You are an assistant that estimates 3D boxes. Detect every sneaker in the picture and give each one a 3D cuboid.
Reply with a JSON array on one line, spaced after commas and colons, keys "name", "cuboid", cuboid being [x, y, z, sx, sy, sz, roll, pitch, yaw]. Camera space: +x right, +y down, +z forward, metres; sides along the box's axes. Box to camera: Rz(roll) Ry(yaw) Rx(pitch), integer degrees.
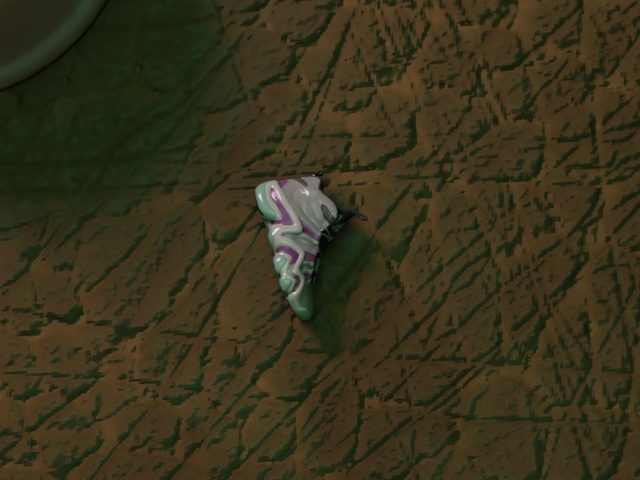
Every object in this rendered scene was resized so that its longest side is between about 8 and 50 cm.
[{"name": "sneaker", "cuboid": [0.000, 0.000, 1.005, 0.069, 0.038, 0.098, -16, 83, 0]}]

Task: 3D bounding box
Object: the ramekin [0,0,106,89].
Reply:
[{"name": "ramekin", "cuboid": [-0.272, -0.241, 0.995, 0.277, 0.135, 0.277, 0, 82, 1]}]
